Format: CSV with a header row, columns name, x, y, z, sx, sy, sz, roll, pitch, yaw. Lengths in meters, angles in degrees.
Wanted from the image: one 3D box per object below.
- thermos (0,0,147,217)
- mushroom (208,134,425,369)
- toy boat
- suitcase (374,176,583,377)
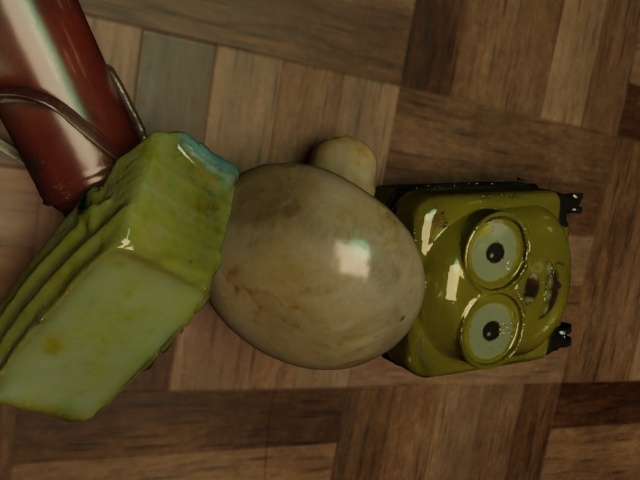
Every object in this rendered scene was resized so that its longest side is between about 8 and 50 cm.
name,x,y,z,sx,sy,sz,roll,pitch,yaw
thermos,-0.195,-0.099,0.511,0.124,0.099,0.232,-49,125,-50
mushroom,-0.011,0.014,0.590,0.206,0.209,0.206,1,117,1
toy boat,-0.166,0.045,0.499,0.276,0.084,0.111,-46,133,15
suitcase,0.162,0.034,0.683,0.235,0.143,0.194,-4,103,-25
